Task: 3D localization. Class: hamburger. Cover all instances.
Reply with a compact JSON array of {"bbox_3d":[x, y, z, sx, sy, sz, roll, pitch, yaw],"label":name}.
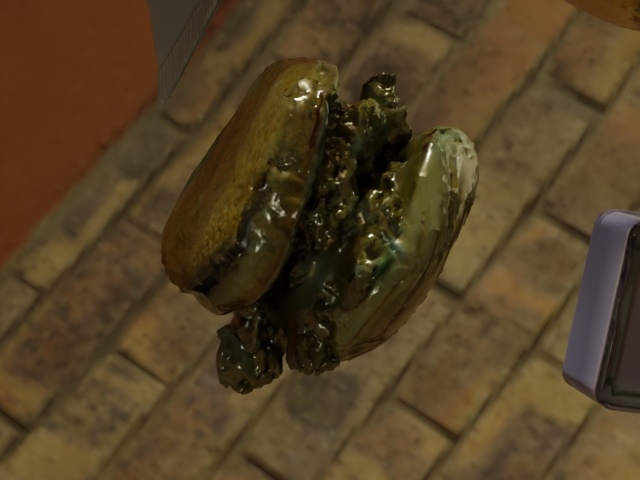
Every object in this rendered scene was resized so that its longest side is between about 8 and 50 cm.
[{"bbox_3d":[0.000,0.000,0.897,0.185,0.131,0.159,-58,16,6],"label":"hamburger"}]

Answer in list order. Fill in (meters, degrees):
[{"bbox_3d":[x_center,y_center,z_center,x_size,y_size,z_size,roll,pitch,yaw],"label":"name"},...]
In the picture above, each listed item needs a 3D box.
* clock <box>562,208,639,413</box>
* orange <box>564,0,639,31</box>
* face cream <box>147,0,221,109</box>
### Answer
[{"bbox_3d":[0.290,0.063,1.313,0.193,0.073,0.145,9,-83,-21],"label":"clock"},{"bbox_3d":[0.195,-0.225,0.932,0.246,0.246,0.246,-39,-33,-33],"label":"orange"},{"bbox_3d":[-0.078,-0.306,1.040,0.137,0.420,0.235,10,-44,-23],"label":"face cream"}]
